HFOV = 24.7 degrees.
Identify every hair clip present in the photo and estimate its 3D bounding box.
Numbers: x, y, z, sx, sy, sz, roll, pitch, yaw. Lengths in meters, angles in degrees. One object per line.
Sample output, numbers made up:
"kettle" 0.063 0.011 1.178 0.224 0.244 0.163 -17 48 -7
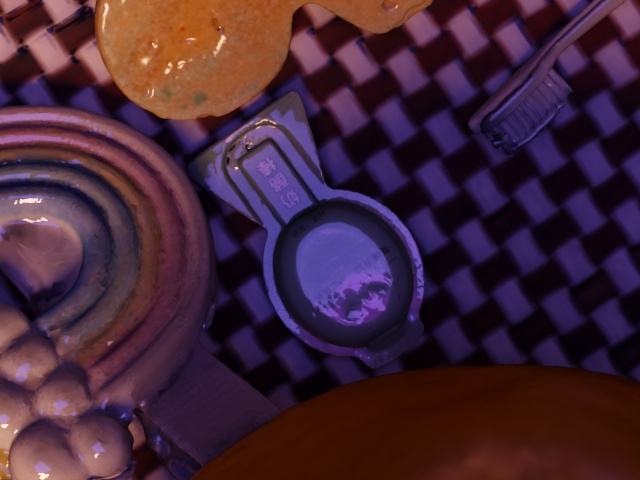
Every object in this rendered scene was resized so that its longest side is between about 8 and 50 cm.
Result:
"hair clip" -0.102 0.020 0.594 0.140 0.054 0.220 -37 72 -24

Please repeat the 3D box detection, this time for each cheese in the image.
"cheese" 0.000 0.000 0.624 0.067 0.026 0.120 -35 91 0

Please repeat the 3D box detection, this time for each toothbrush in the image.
"toothbrush" 0.173 -0.143 0.625 0.288 0.021 0.024 -45 102 1

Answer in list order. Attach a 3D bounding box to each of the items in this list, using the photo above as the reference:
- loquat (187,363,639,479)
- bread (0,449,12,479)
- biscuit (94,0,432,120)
"loquat" 0.058 0.202 0.487 0.328 0.328 0.328 0 91 0
"bread" -0.211 0.050 0.614 0.226 0.049 0.088 25 91 0
"biscuit" -0.005 -0.145 0.584 0.153 0.030 0.234 30 111 -29
